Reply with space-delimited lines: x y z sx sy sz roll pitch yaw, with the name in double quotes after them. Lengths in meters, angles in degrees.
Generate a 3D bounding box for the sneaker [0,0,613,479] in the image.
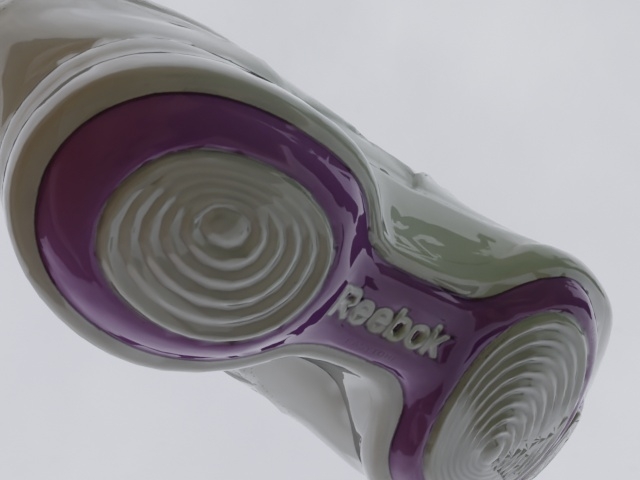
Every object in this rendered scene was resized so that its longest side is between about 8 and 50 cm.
0.000 0.000 0.480 0.114 0.305 0.152 -47 -135 4 "sneaker"
